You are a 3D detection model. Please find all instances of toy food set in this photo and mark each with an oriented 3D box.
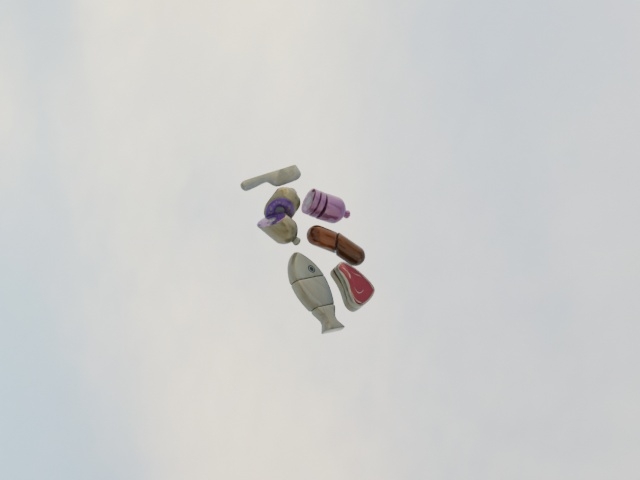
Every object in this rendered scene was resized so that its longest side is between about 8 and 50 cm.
[{"bbox_3d":[0.000,0.000,1.117,0.019,0.078,0.122,-44,-106,43],"label":"toy food set"}]
